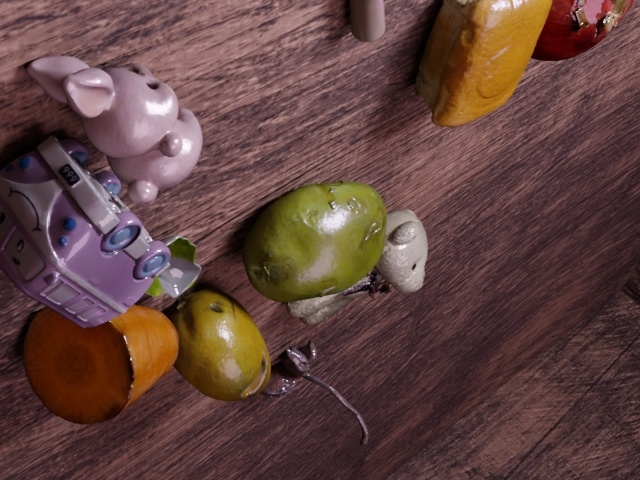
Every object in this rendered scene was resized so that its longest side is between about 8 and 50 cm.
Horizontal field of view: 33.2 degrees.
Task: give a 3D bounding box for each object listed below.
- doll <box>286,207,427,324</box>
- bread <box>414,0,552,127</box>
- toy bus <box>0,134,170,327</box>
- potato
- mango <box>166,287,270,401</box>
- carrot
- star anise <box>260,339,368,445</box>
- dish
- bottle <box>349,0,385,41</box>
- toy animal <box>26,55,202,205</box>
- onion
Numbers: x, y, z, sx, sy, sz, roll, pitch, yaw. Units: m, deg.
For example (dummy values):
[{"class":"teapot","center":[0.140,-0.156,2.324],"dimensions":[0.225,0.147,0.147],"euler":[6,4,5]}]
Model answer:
[{"class":"doll","center":[0.075,0.066,1.873],"dimensions":[0.278,0.149,0.175],"euler":[-35,-169,7]},{"class":"bread","center":[0.233,-0.283,1.562],"dimensions":[0.174,0.121,0.245],"euler":[-29,154,-36]},{"class":"toy bus","center":[-0.264,-0.004,1.143],"dimensions":[0.142,0.142,0.202],"euler":[-37,158,-3]},{"class":"potato","center":[0.000,0.000,1.600],"dimensions":[0.253,0.148,0.186],"euler":[-33,156,-29]},{"class":"mango","center":[-0.147,0.168,1.632],"dimensions":[0.130,0.167,0.262],"euler":[-32,161,3]},{"class":"carrot","center":[-0.259,0.139,1.412],"dimensions":[0.159,0.159,0.225],"euler":[-54,166,20]},{"class":"star anise","center":[0.000,0.312,2.052],"dimensions":[0.148,0.227,0.218],"euler":[-47,169,-14]},{"class":"dish","center":[-0.208,0.032,1.439],"dimensions":[0.091,0.039,0.137],"euler":[-49,158,-5]},{"class":"bottle","center":[0.058,-0.294,1.340],"dimensions":[0.045,0.045,0.096],"euler":[-38,155,-16]},{"class":"toy animal","center":[-0.196,-0.135,1.093],"dimensions":[0.124,0.124,0.212],"euler":[-42,151,-9]},{"class":"onion","center":[0.393,-0.377,1.652],"dimensions":[0.248,0.161,0.248],"euler":[-34,176,-3]}]
